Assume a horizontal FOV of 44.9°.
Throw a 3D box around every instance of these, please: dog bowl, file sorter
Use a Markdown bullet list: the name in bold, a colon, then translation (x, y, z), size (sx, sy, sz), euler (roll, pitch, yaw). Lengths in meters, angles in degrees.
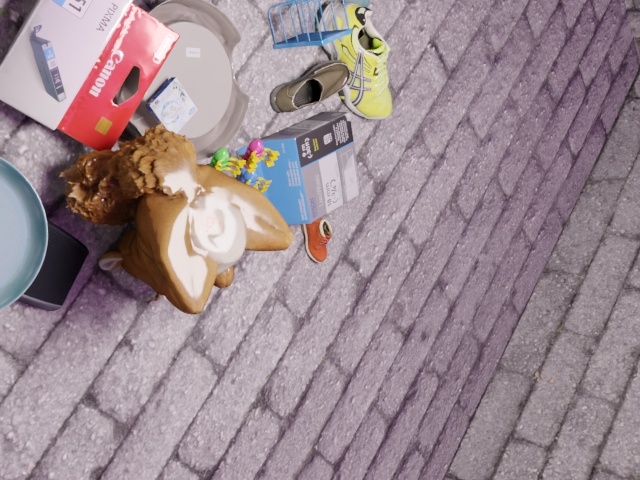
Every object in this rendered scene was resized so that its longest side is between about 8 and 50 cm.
- **dog bowl**: translation (-0.310, -0.350, 1.695), size (0.349, 0.102, 0.348), euler (-15, 111, -47)
- **file sorter**: translation (-0.029, -0.544, 1.919), size (0.118, 0.170, 0.104), euler (-33, 119, -40)

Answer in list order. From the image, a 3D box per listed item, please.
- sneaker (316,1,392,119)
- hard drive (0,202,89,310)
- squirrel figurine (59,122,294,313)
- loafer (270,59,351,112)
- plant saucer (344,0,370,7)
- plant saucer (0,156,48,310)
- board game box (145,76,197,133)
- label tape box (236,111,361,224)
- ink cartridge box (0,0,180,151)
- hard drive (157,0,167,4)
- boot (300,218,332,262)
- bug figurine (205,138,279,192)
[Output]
- **sneaker**: translation (0.122, -0.476, 2.126), size (0.145, 0.147, 0.384), euler (-58, 137, -24)
- **hard drive**: translation (-0.580, 0.029, 1.516), size (0.255, 0.054, 0.171), euler (38, 70, -47)
- **squirrel figurine**: translation (-0.329, -0.041, 1.589), size (0.281, 0.370, 0.397), euler (-45, 109, -30)
- **loafer**: translation (-0.009, -0.393, 2.014), size (0.251, 0.087, 0.094), euler (-34, 124, -26)
- **plant saucer**: translation (0.094, -0.683, 2.137), size (0.119, 0.021, 0.119), euler (-15, 110, -46)
- **plant saucer**: translation (-0.652, -0.012, 1.375), size (0.318, 0.044, 0.317), euler (-1, 92, -33)
- **board game box**: translation (-0.310, -0.278, 1.620), size (0.090, 0.020, 0.090), euler (-54, 134, -25)
- **label tape box**: translation (-0.045, -0.177, 2.041), size (0.334, 0.106, 0.240), euler (-32, 122, -40)
- **ink cartridge box**: translation (-0.440, -0.341, 1.473), size (0.261, 0.066, 0.296), euler (31, 90, -30)
- **hard drive**: translation (-0.276, -0.677, 1.698), size (0.307, 0.040, 0.203), euler (-45, 130, -33)
- **boot**: translation (0.000, 0.000, 2.155), size (0.059, 0.085, 0.157), euler (-42, 130, -36)
- **bug figurine**: translation (-0.218, -0.146, 1.814), size (0.279, 0.072, 0.216), euler (-22, 157, -47)
